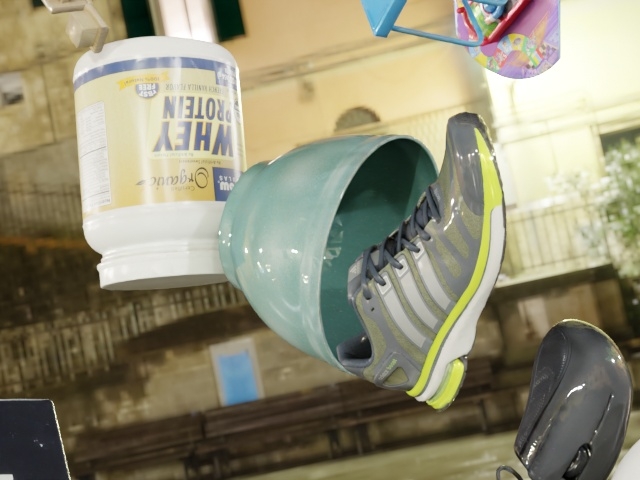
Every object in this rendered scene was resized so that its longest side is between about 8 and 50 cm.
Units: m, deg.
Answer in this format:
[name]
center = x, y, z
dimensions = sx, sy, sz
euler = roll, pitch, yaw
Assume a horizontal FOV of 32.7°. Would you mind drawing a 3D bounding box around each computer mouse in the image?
[computer mouse]
center = 0.281, 0.206, 1.163
dimensions = 0.188, 0.272, 0.072
euler = 31, -30, -25

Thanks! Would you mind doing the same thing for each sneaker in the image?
[sneaker]
center = 0.088, 0.024, 0.972
dimensions = 0.121, 0.300, 0.111
euler = 8, 29, -4

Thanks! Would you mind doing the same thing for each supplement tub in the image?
[supplement tub]
center = -0.214, -0.098, 1.490
dimensions = 0.228, 0.316, 0.228
euler = -6, -6, -1

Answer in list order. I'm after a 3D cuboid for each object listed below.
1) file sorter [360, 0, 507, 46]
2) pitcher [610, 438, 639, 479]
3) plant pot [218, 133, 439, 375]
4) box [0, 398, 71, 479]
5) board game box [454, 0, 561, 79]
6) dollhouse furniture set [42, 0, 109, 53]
[file sorter]
center = 0.104, -0.247, 0.815
dimensions = 0.104, 0.118, 0.170
euler = 5, -43, -25
[pitcher]
center = 0.347, 0.218, 1.054
dimensions = 0.207, 0.125, 0.178
euler = -54, 14, -15
[plant pot]
center = 0.000, 0.000, 1.350
dimensions = 0.196, 0.293, 0.293
euler = 14, 8, 32
[box]
center = -0.338, 0.374, 1.042
dimensions = 0.179, 0.313, 0.343
euler = 3, 26, -23
[board game box]
center = 0.160, -0.228, 1.011
dimensions = 0.033, 0.169, 0.133
euler = -23, 29, -33
[dollhouse furniture set]
center = -0.278, -0.476, 1.389
dimensions = 0.173, 0.355, 0.303
euler = -17, -29, -39
